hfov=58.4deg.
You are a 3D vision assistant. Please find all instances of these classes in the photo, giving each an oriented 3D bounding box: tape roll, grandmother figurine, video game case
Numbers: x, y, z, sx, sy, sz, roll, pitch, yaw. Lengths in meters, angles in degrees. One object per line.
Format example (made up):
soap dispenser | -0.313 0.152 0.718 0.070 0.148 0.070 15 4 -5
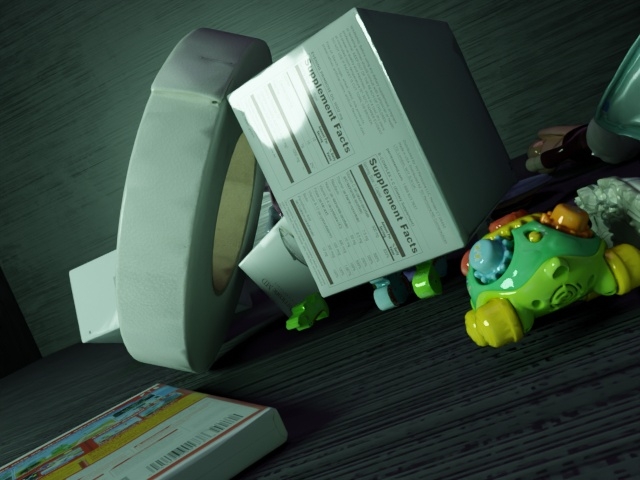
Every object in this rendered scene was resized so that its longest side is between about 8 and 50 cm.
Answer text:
tape roll | -0.129 -0.043 0.673 0.072 0.392 0.392 11 5 2
grandmother figurine | 0.463 -0.175 1.006 0.207 0.104 0.342 -32 -1 4
video game case | -0.168 0.167 0.407 0.204 0.025 0.285 -25 4 -30

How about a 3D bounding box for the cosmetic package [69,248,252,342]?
cosmetic package | -0.282 0.090 1.046 0.224 0.138 0.224 -23 -19 13

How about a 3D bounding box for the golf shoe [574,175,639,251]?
golf shoe | 0.220 -0.019 0.362 0.086 0.069 0.176 -16 6 17

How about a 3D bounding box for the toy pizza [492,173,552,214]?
toy pizza | 0.278 -0.057 0.930 0.201 0.032 0.201 -23 2 1

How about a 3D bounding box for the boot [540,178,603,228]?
boot | 0.202 -0.008 0.490 0.121 0.045 0.099 -30 -3 28

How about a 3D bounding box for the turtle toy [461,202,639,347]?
turtle toy | 0.125 0.018 0.348 0.095 0.066 0.130 -24 -11 2

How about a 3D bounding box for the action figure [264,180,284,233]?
action figure | 0.084 -0.094 1.050 0.370 0.276 0.248 -37 -4 3

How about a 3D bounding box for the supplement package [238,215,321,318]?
supplement package | 0.000 0.000 0.757 0.179 0.105 0.105 -47 -5 14

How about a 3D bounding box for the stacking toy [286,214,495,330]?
stacking toy | 0.087 0.036 0.608 0.167 0.052 0.221 -24 4 36

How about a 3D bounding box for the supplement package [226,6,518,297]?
supplement package | 0.073 -0.098 0.576 0.145 0.204 0.262 -23 4 31

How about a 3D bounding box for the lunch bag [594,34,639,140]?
lunch bag | 0.397 -0.214 0.535 0.223 0.160 0.262 -29 -36 -49
